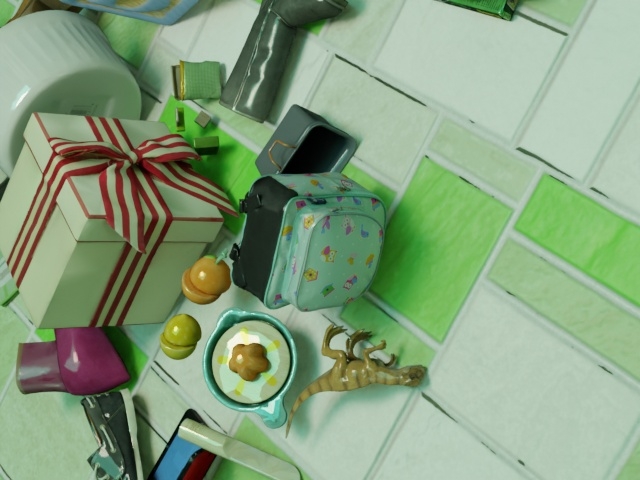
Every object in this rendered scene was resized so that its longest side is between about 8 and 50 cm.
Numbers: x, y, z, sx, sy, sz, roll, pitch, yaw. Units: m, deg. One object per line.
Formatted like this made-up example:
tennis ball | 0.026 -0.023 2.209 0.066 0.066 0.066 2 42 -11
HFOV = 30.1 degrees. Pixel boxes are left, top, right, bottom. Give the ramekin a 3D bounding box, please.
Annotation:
ramekin | -0.417 -0.209 1.870 0.135 0.277 0.277 45 110 30

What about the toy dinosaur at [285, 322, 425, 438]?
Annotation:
toy dinosaur | 0.026 0.168 1.498 0.211 0.064 0.112 -18 59 28

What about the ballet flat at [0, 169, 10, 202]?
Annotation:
ballet flat | -0.540 -0.174 2.082 0.095 0.096 0.280 45 110 38

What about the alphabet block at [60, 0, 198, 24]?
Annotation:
alphabet block | -0.281 -0.465 1.825 0.192 0.193 0.197 -13 70 62

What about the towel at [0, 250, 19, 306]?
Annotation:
towel | -0.550 0.026 2.091 0.113 0.023 0.152 -43 55 27

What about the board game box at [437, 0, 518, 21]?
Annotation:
board game box | 0.233 -0.415 1.502 0.136 0.030 0.259 28 98 40

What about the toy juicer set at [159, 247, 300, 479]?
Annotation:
toy juicer set | -0.127 0.164 1.594 0.209 0.089 0.329 -1 79 17

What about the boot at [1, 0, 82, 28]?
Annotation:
boot | -0.490 -0.357 2.033 0.220 0.109 0.283 -40 30 34

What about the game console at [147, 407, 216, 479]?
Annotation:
game console | -0.211 0.325 1.677 0.085 0.124 0.144 33 103 14

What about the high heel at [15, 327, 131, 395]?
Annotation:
high heel | -0.375 0.068 1.899 0.181 0.127 0.377 -5 69 11

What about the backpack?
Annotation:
backpack | 0.000 0.000 1.498 0.144 0.188 0.165 26 115 36

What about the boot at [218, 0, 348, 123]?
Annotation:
boot | -0.059 -0.268 1.693 0.190 0.076 0.208 26 90 57

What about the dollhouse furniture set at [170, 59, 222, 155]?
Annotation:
dollhouse furniture set | -0.182 -0.205 1.777 0.058 0.076 0.151 124 141 -78

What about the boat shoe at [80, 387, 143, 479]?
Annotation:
boat shoe | -0.302 0.332 1.743 0.084 0.079 0.233 120 141 -55

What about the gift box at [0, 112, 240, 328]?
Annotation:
gift box | -0.294 -0.026 1.723 0.276 0.255 0.258 52 127 31

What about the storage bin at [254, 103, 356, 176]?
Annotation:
storage bin | -0.034 -0.119 1.628 0.135 0.098 0.091 -56 40 16

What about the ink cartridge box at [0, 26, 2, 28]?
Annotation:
ink cartridge box | -0.671 -0.251 2.122 0.131 0.226 0.306 16 91 0
